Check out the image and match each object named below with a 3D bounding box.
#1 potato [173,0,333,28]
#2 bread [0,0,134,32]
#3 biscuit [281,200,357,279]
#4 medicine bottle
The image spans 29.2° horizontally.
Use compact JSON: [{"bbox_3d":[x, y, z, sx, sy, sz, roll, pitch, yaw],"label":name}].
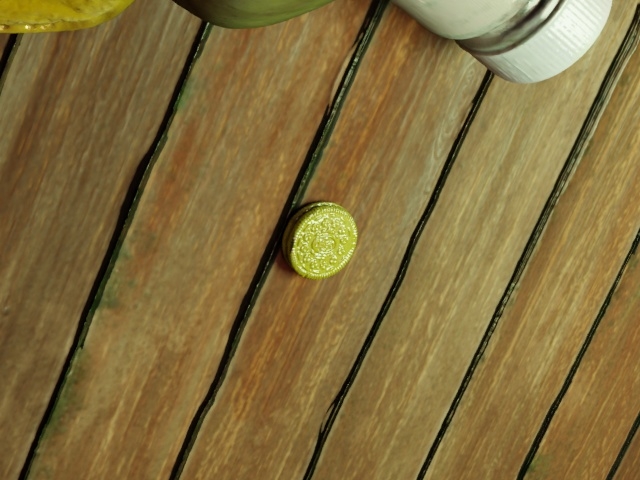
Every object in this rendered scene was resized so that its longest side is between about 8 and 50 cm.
[{"bbox_3d":[-0.024,-0.264,0.781,0.221,0.326,0.243,47,71,-15],"label":"potato"},{"bbox_3d":[-0.248,-0.248,0.893,0.270,0.142,0.195,3,153,-27],"label":"bread"},{"bbox_3d":[0.000,0.000,1.267,0.084,0.023,0.084,-14,118,-26],"label":"biscuit"},{"bbox_3d":[0.135,-0.273,1.137,0.273,0.165,0.165,29,95,-38],"label":"medicine bottle"}]
